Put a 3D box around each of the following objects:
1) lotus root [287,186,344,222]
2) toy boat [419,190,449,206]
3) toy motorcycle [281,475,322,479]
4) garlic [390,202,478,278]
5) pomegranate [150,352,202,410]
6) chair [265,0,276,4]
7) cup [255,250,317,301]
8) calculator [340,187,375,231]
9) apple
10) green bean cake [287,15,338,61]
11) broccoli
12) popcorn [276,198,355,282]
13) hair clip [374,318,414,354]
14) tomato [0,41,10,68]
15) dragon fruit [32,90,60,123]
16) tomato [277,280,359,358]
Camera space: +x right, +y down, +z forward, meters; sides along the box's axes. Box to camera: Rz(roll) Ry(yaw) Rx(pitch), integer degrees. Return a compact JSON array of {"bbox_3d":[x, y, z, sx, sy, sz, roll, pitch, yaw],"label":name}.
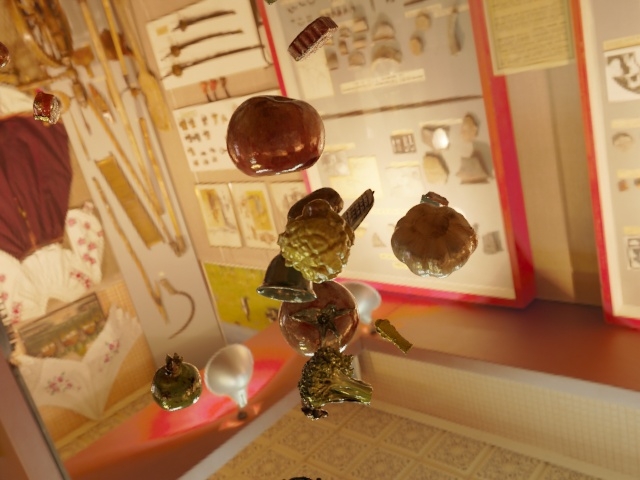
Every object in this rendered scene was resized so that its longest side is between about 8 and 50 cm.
[{"bbox_3d":[-0.029,-0.133,2.671,0.275,0.151,0.160,-39,-156,-13],"label":"lotus root"},{"bbox_3d":[0.350,-0.102,1.955,0.096,0.122,0.034,25,-143,-16],"label":"toy boat"},{"bbox_3d":[-0.048,0.720,1.539,0.125,0.186,0.274,-6,-160,7],"label":"toy motorcycle"},{"bbox_3d":[0.297,0.025,1.559,0.219,0.212,0.218,-5,-127,7],"label":"garlic"},{"bbox_3d":[-0.583,0.566,2.409,0.211,0.262,0.211,-3,-145,2],"label":"pomegranate"},{"bbox_3d":[-0.197,-0.795,1.633,0.160,0.319,0.186,-47,-154,11],"label":"chair"},{"bbox_3d":[-0.102,0.108,1.951,0.199,0.149,0.199,6,162,2],"label":"cup"},{"bbox_3d":[0.117,-0.086,2.225,0.268,0.040,0.177,-51,-162,22],"label":"calculator"},{"bbox_3d":[-0.146,-0.351,1.966,0.345,0.269,0.345,-8,-175,1],"label":"apple"},{"bbox_3d":[-0.022,-0.566,1.674,0.135,0.056,0.135,-41,-175,26],"label":"green bean cake"},{"bbox_3d":[0.049,0.479,1.950,0.244,0.263,0.246,15,-117,8],"label":"broccoli"},{"bbox_3d":[0.000,0.000,1.728,0.206,0.236,0.251,23,-139,18],"label":"popcorn"},{"bbox_3d":[0.285,0.369,2.338,0.173,0.046,0.072,36,-120,17],"label":"hair clip"},{"bbox_3d":[-0.936,-0.529,1.712,0.087,0.087,0.075,-9,-147,16],"label":"tomato"},{"bbox_3d":[-0.691,-0.325,1.496,0.056,0.060,0.083,12,150,-10],"label":"dragon fruit"},{"bbox_3d":[-0.007,0.299,2.314,0.317,0.316,0.282,-19,177,-14],"label":"tomato"}]
